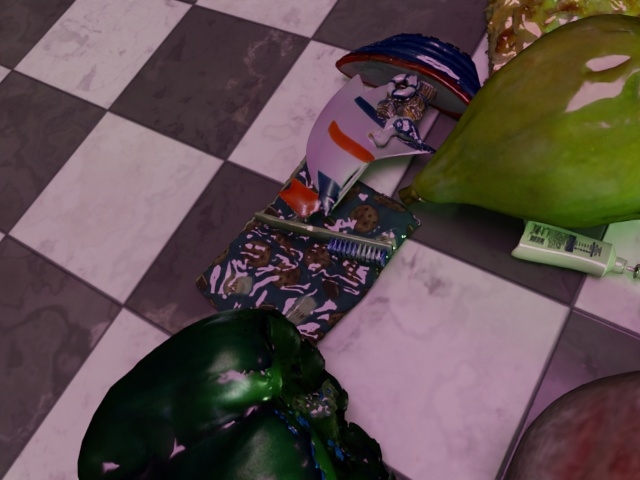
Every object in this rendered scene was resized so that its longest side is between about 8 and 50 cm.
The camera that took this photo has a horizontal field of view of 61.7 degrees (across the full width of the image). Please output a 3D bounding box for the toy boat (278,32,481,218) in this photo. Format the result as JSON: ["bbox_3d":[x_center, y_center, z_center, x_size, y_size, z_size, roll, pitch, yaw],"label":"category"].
[{"bbox_3d":[0.061,-0.170,0.728,0.318,0.072,0.219,-32,60,-3],"label":"toy boat"}]

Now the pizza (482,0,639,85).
[{"bbox_3d":[0.349,-0.336,0.739,0.323,0.089,0.223,-22,65,1],"label":"pizza"}]

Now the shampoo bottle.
[{"bbox_3d":[0.294,0.016,0.607,0.140,0.034,0.049,19,63,20],"label":"shampoo bottle"}]

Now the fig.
[{"bbox_3d":[0.261,-0.089,0.583,0.314,0.233,0.233,-44,62,11],"label":"fig"}]

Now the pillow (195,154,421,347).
[{"bbox_3d":[-0.020,0.017,0.679,0.188,0.034,0.256,36,75,23],"label":"pillow"}]

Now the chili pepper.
[{"bbox_3d":[-0.079,0.216,0.494,0.256,0.233,0.249,-29,46,5],"label":"chili pepper"}]

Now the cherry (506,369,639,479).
[{"bbox_3d":[0.263,0.214,0.383,0.221,0.307,0.261,31,47,-7],"label":"cherry"}]

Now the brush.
[{"bbox_3d":[0.000,-0.001,0.647,0.178,0.033,0.030,14,82,16],"label":"brush"}]
